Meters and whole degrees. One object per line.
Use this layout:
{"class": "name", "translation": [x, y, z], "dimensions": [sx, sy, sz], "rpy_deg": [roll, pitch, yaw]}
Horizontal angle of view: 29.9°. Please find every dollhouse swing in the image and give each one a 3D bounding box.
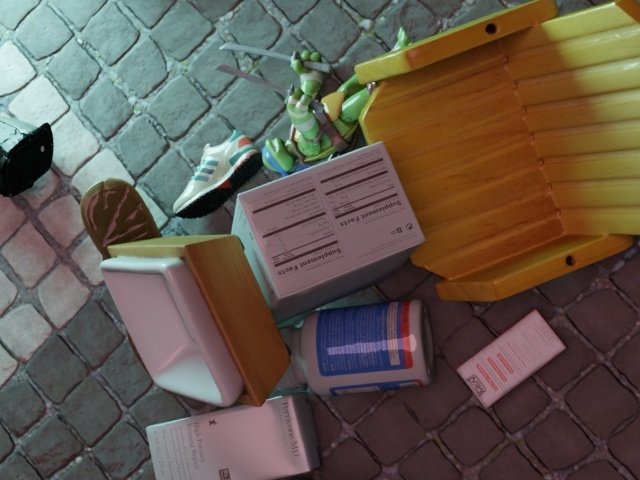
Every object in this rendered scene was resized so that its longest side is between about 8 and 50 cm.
{"class": "dollhouse swing", "translation": [0.256, -0.106, 1.494], "dimensions": [0.315, 0.305, 0.346], "rpy_deg": [-21, 100, -7]}

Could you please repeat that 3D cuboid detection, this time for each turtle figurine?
{"class": "turtle figurine", "translation": [0.004, -0.230, 1.687], "dimensions": [0.266, 0.198, 0.274], "rpy_deg": [-27, 83, 6]}

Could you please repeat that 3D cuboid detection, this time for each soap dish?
{"class": "soap dish", "translation": [-0.168, 0.097, 1.601], "dimensions": [0.118, 0.291, 0.229], "rpy_deg": [-30, 103, -26]}

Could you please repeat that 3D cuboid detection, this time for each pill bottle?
{"class": "pill bottle", "translation": [0.043, 0.154, 1.684], "dimensions": [0.221, 0.124, 0.124], "rpy_deg": [-7, 84, 13]}

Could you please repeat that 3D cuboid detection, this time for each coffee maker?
{"class": "coffee maker", "translation": [-0.527, -0.148, 1.829], "dimensions": [0.178, 0.171, 0.120], "rpy_deg": [22, 108, 17]}

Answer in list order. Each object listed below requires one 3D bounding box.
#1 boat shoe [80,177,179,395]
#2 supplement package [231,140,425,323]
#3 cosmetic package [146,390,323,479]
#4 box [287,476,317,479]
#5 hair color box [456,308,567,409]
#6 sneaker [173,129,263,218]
{"class": "boat shoe", "translation": [-0.256, 0.064, 1.777], "dimensions": [0.123, 0.123, 0.342], "rpy_deg": [-27, 101, -7]}
{"class": "supplement package", "translation": [0.000, 0.000, 1.607], "dimensions": [0.204, 0.262, 0.145], "rpy_deg": [-22, 80, -10]}
{"class": "cosmetic package", "translation": [-0.124, 0.299, 1.738], "dimensions": [0.231, 0.085, 0.117], "rpy_deg": [-16, 83, 14]}
{"class": "box", "translation": [0.092, 0.463, 1.626], "dimensions": [0.345, 0.168, 0.215], "rpy_deg": [7, 87, 14]}
{"class": "hair color box", "translation": [0.267, 0.165, 1.667], "dimensions": [0.141, 0.043, 0.072], "rpy_deg": [-38, 78, 8]}
{"class": "sneaker", "translation": [-0.162, -0.101, 1.798], "dimensions": [0.161, 0.057, 0.075], "rpy_deg": [-39, 61, 10]}
